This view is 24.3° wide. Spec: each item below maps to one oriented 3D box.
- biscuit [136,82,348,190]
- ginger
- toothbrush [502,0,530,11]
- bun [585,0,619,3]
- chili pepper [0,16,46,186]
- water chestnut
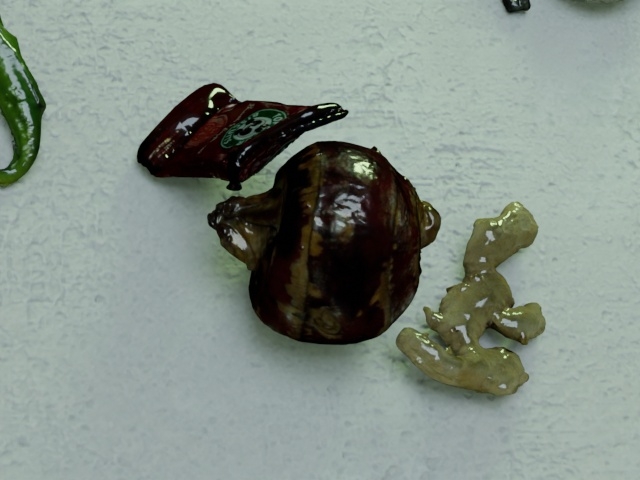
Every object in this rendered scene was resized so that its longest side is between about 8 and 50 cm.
[{"bbox_3d":[-0.093,-0.112,1.613,0.151,0.235,0.063,-44,120,-25],"label":"biscuit"},{"bbox_3d":[0.195,0.072,1.665,0.149,0.065,0.258,40,56,-8],"label":"ginger"},{"bbox_3d":[0.206,-0.420,1.913,0.031,0.030,0.297,-16,70,-10],"label":"toothbrush"},{"bbox_3d":[0.355,-0.373,1.892,0.138,0.094,0.138,-5,109,-14],"label":"bun"},{"bbox_3d":[-0.382,-0.231,1.659,0.085,0.076,0.359,-3,63,-43],"label":"chili pepper"},{"bbox_3d":[0.000,0.000,1.563,0.238,0.223,0.223,13,63,-11],"label":"water chestnut"}]
